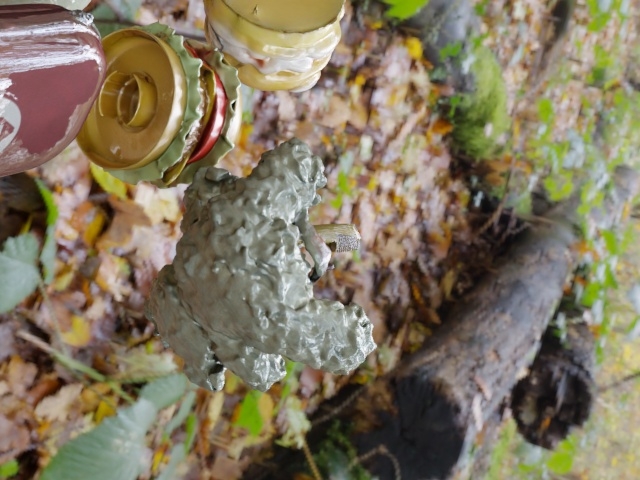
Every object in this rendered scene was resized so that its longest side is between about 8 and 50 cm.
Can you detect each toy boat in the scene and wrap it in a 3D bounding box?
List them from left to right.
[{"bbox_3d":[0.000,0.000,1.565,0.047,0.149,0.049,141,-60,-63],"label":"toy boat"}]

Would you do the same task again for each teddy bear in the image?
[{"bbox_3d":[-0.129,0.065,1.375,0.224,0.367,0.357,-15,84,-41],"label":"teddy bear"}]

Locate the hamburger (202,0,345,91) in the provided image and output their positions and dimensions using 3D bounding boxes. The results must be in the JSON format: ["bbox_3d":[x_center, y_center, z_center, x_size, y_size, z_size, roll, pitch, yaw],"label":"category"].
[{"bbox_3d":[-0.095,-0.392,1.678,0.276,0.276,0.237,-60,176,-38],"label":"hamburger"}]

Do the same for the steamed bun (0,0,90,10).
[{"bbox_3d":[-0.441,-0.481,1.277,0.247,0.352,0.339,18,49,-50],"label":"steamed bun"}]

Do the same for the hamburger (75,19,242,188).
[{"bbox_3d":[-0.257,-0.219,1.522,0.212,0.274,0.274,4,103,-55],"label":"hamburger"}]

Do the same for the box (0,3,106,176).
[{"bbox_3d":[-0.441,-0.162,1.082,0.404,0.108,0.263,-22,157,-47],"label":"box"}]
